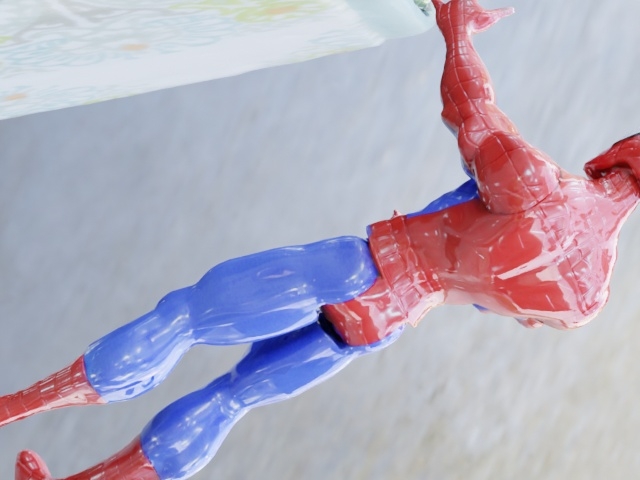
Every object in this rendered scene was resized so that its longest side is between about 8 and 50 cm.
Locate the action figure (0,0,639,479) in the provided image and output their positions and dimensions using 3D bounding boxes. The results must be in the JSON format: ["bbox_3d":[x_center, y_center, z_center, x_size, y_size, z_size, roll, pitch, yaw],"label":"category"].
[{"bbox_3d":[0.000,0.000,0.645,0.139,0.280,0.091,-97,162,-51],"label":"action figure"}]

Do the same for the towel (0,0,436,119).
[{"bbox_3d":[-0.120,-0.124,0.777,0.374,0.321,0.090,8,74,-80],"label":"towel"}]
